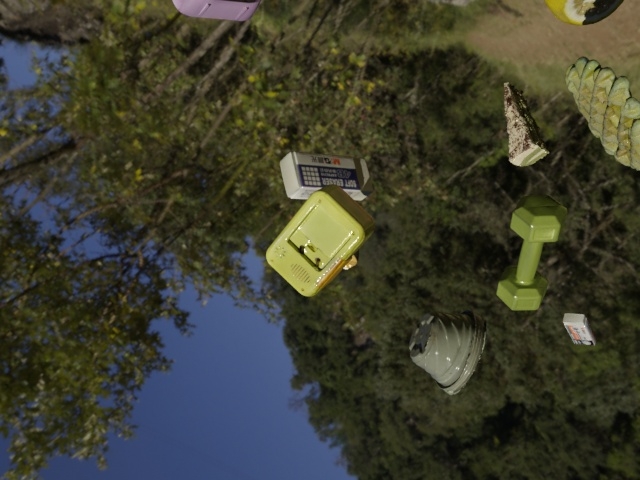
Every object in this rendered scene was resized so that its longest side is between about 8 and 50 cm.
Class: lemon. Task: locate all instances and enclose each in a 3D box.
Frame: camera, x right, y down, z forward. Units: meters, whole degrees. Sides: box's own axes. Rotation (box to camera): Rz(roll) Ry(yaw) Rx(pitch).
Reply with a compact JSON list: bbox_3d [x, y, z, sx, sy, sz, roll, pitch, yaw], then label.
[{"bbox_3d":[0.760,-0.765,1.832,0.240,0.240,0.219,37,-146,-44],"label":"lemon"}]

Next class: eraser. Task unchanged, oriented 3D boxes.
[{"bbox_3d":[0.022,-0.193,1.909,0.279,0.081,0.124,-1,-112,-34],"label":"eraser"},{"bbox_3d":[0.653,0.225,1.589,0.122,0.052,0.029,48,-127,-39],"label":"eraser"}]

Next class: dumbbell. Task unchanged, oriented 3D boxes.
[{"bbox_3d":[0.484,0.034,1.458,0.108,0.121,0.302,-87,-4,-46],"label":"dumbbell"}]

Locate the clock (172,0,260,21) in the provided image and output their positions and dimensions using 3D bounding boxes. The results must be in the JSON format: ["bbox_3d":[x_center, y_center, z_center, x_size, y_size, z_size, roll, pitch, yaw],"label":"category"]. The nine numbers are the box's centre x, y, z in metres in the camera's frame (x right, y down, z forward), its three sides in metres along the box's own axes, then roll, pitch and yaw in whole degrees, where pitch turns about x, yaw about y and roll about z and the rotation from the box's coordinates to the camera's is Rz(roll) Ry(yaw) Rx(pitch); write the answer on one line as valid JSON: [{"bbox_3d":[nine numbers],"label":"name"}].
[{"bbox_3d":[-0.176,-0.433,1.060,0.152,0.050,0.110,-10,-100,-38],"label":"clock"}]

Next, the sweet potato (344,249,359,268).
[{"bbox_3d":[0.064,0.018,1.711,0.112,0.085,0.286,59,-176,2],"label":"sweet potato"}]

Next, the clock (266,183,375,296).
[{"bbox_3d":[0.000,0.000,1.270,0.143,0.202,0.096,43,-156,4],"label":"clock"}]

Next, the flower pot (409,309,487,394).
[{"bbox_3d":[0.325,0.278,1.680,0.140,0.235,0.235,21,-161,-10],"label":"flower pot"}]

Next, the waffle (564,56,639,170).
[{"bbox_3d":[0.682,-0.288,1.476,0.309,0.056,0.292,51,-171,-22],"label":"waffle"}]

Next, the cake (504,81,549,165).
[{"bbox_3d":[0.326,-0.192,1.008,0.051,0.055,0.140,6,-105,-34],"label":"cake"}]
